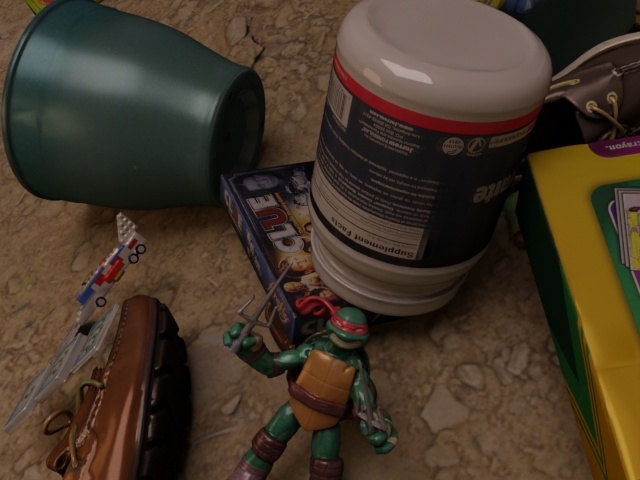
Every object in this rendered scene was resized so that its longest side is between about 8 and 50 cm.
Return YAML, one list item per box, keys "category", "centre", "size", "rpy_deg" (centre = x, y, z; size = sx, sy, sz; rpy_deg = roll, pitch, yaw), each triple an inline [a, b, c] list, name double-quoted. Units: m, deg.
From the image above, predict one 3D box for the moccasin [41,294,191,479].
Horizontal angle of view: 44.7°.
- category: "moccasin"
  centre: [-0.221, 0.231, 0.789]
  size: [0.147, 0.139, 0.380]
  rpy_deg: [-1, 63, 11]

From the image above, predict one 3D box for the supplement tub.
- category: "supplement tub"
  centre: [0.091, -0.079, 0.748]
  size: [0.191, 0.272, 0.191]
  rpy_deg: [6, 41, -6]

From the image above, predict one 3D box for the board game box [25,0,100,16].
- category: "board game box"
  centre: [-0.462, -0.475, 1.480]
  size: [0.181, 0.043, 0.092]
  rpy_deg: [-38, 50, -9]

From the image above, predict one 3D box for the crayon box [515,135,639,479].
- category: "crayon box"
  centre: [0.378, 0.051, 0.637]
  size: [0.363, 0.106, 0.313]
  rpy_deg: [-8, 57, 2]

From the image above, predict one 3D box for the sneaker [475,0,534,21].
- category: "sneaker"
  centre: [0.152, -0.283, 0.853]
  size: [0.126, 0.091, 0.240]
  rpy_deg: [7, 32, -20]

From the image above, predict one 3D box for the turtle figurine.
- category: "turtle figurine"
  centre: [-0.002, 0.144, 0.706]
  size: [0.175, 0.118, 0.234]
  rpy_deg: [24, 105, 23]

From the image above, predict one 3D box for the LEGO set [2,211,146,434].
- category: "LEGO set"
  centre: [-0.284, 0.082, 0.901]
  size: [0.182, 0.060, 0.244]
  rpy_deg: [-41, 20, 27]

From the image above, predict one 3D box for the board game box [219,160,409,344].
- category: "board game box"
  centre: [0.000, 0.000, 0.882]
  size: [0.165, 0.042, 0.243]
  rpy_deg: [-11, 45, -22]

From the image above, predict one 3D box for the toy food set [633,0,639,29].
- category: "toy food set"
  centre: [0.446, -0.312, 0.996]
  size: [0.132, 0.038, 0.192]
  rpy_deg: [-27, 38, -6]

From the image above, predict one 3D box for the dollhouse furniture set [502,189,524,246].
- category: "dollhouse furniture set"
  centre: [0.272, -0.052, 0.845]
  size: [0.152, 0.058, 0.076]
  rpy_deg: [-15, 50, 10]

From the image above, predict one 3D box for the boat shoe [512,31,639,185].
- category: "boat shoe"
  centre: [0.278, -0.134, 0.859]
  size: [0.324, 0.116, 0.096]
  rpy_deg: [-17, 35, 16]

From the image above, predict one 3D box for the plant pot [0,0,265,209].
- category: "plant pot"
  centre: [-0.218, -0.159, 1.010]
  size: [0.255, 0.271, 0.271]
  rpy_deg: [13, 59, 13]

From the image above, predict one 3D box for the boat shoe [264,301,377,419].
- category: "boat shoe"
  centre: [-0.006, 0.111, 0.831]
  size: [0.064, 0.060, 0.178]
  rpy_deg: [-38, 50, -8]

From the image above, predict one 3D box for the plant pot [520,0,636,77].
- category: "plant pot"
  centre: [0.260, -0.284, 0.966]
  size: [0.234, 0.165, 0.165]
  rpy_deg: [-24, 49, -1]
